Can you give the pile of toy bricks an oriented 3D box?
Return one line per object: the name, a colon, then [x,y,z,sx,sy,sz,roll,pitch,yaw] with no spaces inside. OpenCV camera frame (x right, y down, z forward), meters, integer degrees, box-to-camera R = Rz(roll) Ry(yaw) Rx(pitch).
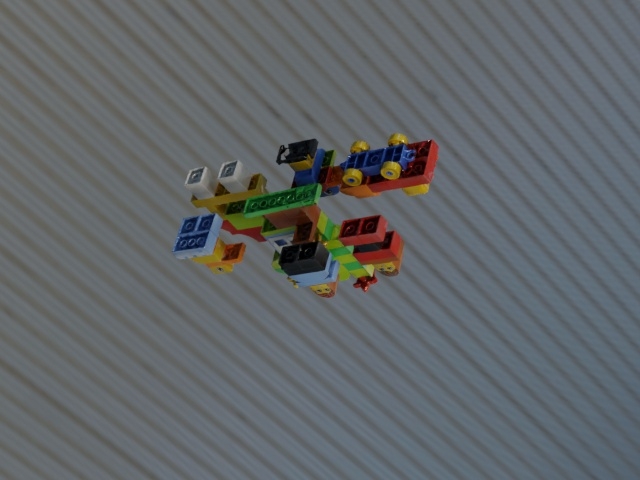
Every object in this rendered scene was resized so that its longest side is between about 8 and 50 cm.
pile of toy bricks: [0.000,0.000,1.248,0.105,0.212,0.118,47,47,-40]
